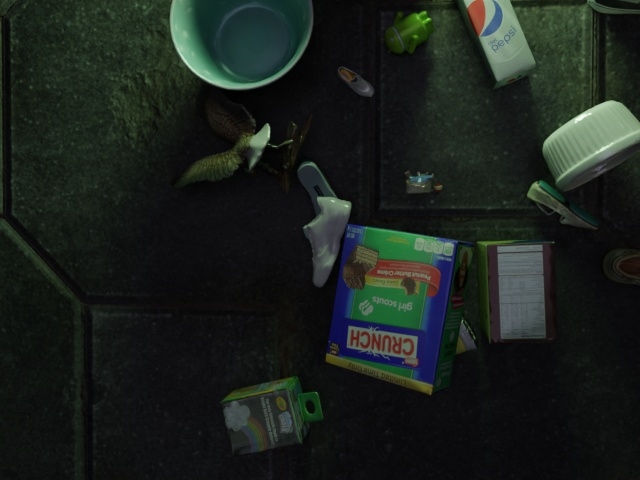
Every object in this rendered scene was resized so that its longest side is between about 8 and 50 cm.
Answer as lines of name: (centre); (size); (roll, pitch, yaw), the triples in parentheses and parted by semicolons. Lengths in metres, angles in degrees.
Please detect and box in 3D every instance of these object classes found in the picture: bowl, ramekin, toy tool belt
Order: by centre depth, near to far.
ramekin: (0.565, -0.199, 1.398); (0.207, 0.207, 0.109); (-29, 77, 7)
bowl: (-0.162, -0.467, 1.496); (0.311, 0.163, 0.312); (0, 87, 5)
toy tool belt: (0.233, -0.134, 1.515); (0.083, 0.052, 0.051); (-4, 99, 7)

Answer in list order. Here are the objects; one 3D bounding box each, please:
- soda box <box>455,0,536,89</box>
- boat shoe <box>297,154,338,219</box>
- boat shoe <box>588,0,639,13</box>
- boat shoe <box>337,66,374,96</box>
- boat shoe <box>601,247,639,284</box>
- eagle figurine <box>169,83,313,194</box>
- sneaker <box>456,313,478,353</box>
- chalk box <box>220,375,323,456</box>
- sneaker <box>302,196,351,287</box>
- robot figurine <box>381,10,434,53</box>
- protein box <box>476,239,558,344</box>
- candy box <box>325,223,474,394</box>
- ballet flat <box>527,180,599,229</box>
soda box: (0.368, -0.484, 1.466); (0.091, 0.098, 0.287); (-22, 89, 8)
boat shoe: (0.003, -0.112, 1.544); (0.065, 0.083, 0.183); (-23, 115, 8)
boat shoe: (0.732, -0.539, 1.412); (0.306, 0.105, 0.113); (7, 92, 7)
boat shoe: (0.080, -0.365, 1.537); (0.100, 0.035, 0.035); (40, 96, 5)
boat shoe: (0.758, 0.066, 1.430); (0.285, 0.089, 0.105); (0, 91, 7)
eagle figurine: (-0.194, -0.203, 1.495); (0.298, 0.226, 0.225); (16, 129, 11)
sneaker: (0.265, 0.167, 1.505); (0.094, 0.081, 0.209); (-31, 82, 19)
chalk box: (-0.100, 0.394, 1.532); (0.212, 0.132, 0.133); (-13, 89, 7)
sneaker: (0.000, 0.000, 1.519); (0.094, 0.080, 0.212); (15, 106, -2)
robot figurine: (0.195, -0.464, 1.504); (0.115, 0.067, 0.101); (-27, 60, 8)
protein box: (0.412, 0.103, 1.421); (0.135, 0.200, 0.201); (-2, 91, 8)
candy box: (0.167, 0.139, 1.448); (0.268, 0.122, 0.318); (10, 93, 33)
ballet flat: (0.533, -0.068, 1.484); (0.168, 0.057, 0.052); (39, 123, 9)
